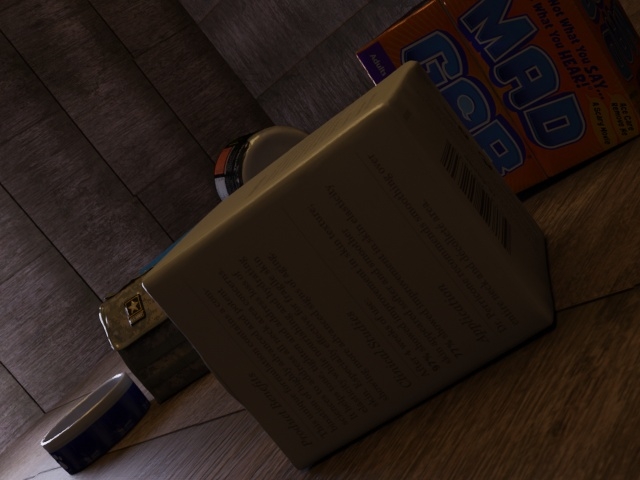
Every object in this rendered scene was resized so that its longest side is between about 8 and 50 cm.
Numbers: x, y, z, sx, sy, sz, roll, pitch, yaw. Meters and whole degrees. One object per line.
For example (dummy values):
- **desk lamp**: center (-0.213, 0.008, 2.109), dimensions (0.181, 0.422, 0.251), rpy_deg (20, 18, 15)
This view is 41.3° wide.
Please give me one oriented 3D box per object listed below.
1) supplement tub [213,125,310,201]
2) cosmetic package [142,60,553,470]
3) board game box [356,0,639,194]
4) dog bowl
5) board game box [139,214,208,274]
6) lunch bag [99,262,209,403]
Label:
- **supplement tub**: center (-0.125, -0.148, 1.942), dimensions (0.207, 0.207, 0.338), rpy_deg (-40, 14, -12)
- **cosmetic package**: center (0.050, 0.021, 1.142), dimensions (0.393, 0.329, 0.327), rpy_deg (-34, 10, 21)
- **board game box**: center (0.350, -0.324, 1.539), dimensions (0.356, 0.357, 0.356), rpy_deg (-28, 13, 33)
- **dog bowl**: center (-0.560, 0.455, 2.128), dimensions (0.265, 0.104, 0.265), rpy_deg (-38, 8, 6)
- **board game box**: center (-0.257, 0.045, 2.212), dimensions (0.302, 0.086, 0.308), rpy_deg (-37, -22, 22)
- **lunch bag**: center (-0.378, 0.208, 2.060), dimensions (0.235, 0.287, 0.169), rpy_deg (-34, 9, 22)
